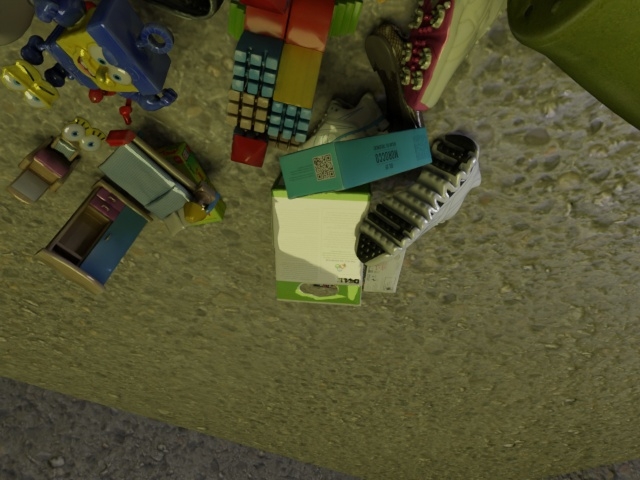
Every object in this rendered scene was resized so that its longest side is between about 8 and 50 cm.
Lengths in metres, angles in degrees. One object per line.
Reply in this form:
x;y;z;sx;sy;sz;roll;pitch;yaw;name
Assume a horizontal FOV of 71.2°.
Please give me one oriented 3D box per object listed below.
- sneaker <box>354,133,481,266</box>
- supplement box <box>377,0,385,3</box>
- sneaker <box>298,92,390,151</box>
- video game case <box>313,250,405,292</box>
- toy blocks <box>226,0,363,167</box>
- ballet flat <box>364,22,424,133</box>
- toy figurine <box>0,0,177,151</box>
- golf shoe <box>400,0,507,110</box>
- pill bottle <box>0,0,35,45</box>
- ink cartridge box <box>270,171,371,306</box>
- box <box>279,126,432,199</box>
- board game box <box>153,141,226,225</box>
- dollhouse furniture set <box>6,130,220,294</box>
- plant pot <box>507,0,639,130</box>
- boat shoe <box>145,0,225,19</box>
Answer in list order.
0.188;-0.053;0.824;0.292;0.110;0.118;-44;140;3;sneaker
0.078;-0.363;0.496;0.080;0.188;0.104;-18;133;23;supplement box
0.023;-0.202;0.786;0.190;0.071;0.083;-17;107;28;sneaker
0.088;0.034;1.045;0.210;0.042;0.232;4;138;2;video game case
-0.050;-0.244;0.590;0.190;0.261;0.382;12;138;-7;toy blocks
0.137;-0.235;0.731;0.084;0.058;0.250;31;158;44;ballet flat
-0.282;-0.278;0.556;0.217;0.192;0.363;3;151;22;toy figurine
0.202;-0.310;0.574;0.140;0.115;0.307;5;126;-16;golf shoe
-0.614;-0.343;0.571;0.391;0.224;0.224;-3;137;10;pill bottle
0.000;0.000;0.917;0.188;0.097;0.256;3;118;3;ink cartridge box
0.061;-0.118;0.654;0.100;0.244;0.060;-5;102;41;box
-0.279;-0.111;0.925;0.092;0.043;0.181;-9;136;15;board game box
-0.394;-0.069;0.814;0.303;0.198;0.286;-19;129;40;dollhouse furniture set
0.401;-0.258;0.437;0.352;0.367;0.367;14;137;-11;plant pot
-0.269;-0.383;0.577;0.301;0.102;0.108;25;135;-21;boat shoe
